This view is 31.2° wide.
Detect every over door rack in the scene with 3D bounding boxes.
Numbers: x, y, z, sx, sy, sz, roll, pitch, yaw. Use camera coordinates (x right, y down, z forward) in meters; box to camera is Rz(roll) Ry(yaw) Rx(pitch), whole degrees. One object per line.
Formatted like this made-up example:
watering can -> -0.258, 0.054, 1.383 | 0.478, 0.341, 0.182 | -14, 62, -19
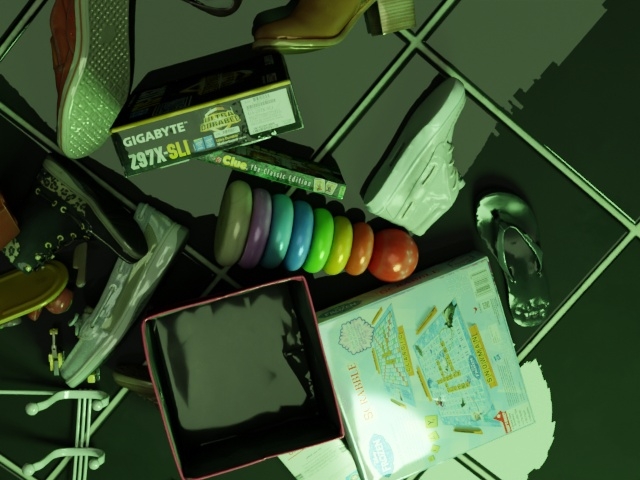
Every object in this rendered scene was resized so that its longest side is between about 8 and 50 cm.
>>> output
over door rack -> -0.529, 0.364, 1.929 | 0.324, 0.108, 0.239 | 6, 104, -5

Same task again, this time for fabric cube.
fabric cube -> -0.129, 0.203, 1.791 | 0.259, 0.258, 0.254 | -15, 91, -8

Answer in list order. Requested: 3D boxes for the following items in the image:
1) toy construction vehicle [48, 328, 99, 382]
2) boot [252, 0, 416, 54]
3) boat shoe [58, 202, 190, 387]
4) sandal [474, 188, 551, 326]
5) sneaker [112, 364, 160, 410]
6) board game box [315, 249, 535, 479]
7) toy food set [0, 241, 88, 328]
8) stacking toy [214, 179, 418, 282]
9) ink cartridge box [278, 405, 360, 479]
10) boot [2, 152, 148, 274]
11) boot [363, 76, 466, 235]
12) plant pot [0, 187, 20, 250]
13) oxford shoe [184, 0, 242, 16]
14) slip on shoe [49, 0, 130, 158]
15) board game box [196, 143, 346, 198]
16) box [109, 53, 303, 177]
toy construction vehicle -> -0.415, 0.195, 1.927 | 0.086, 0.035, 0.098 | 2, 105, -4
boot -> 0.008, -0.405, 1.733 | 0.283, 0.109, 0.220 | -16, 100, -15
boat shoe -> -0.335, 0.093, 1.867 | 0.103, 0.118, 0.320 | 34, 95, -1
sandal -> 0.334, 0.028, 1.919 | 0.097, 0.054, 0.254 | -23, 105, 3
sneaker -> -0.264, 0.264, 1.940 | 0.188, 0.066, 0.071 | 13, 105, -7
board game box -> 0.171, 0.219, 1.926 | 0.318, 0.066, 0.318 | -20, 105, -10
toy food set -> -0.464, 0.099, 1.861 | 0.218, 0.128, 0.071 | -22, 126, -2
stacking toy -> 0.000, 0.000, 1.865 | 0.330, 0.141, 0.141 | 11, 104, -14
ink cartridge box -> -0.005, 0.369, 1.987 | 0.104, 0.060, 0.180 | -35, 104, 5
boot -> -0.398, -0.003, 1.822 | 0.236, 0.085, 0.178 | 44, 103, 17
boot -> 0.187, -0.132, 1.857 | 0.123, 0.095, 0.258 | 29, 110, -17
plant pot -> -0.604, -0.062, 1.714 | 0.236, 0.267, 0.267 | -26, 82, -12
oxford shoe -> -0.238, -0.428, 1.736 | 0.271, 0.098, 0.097 | 25, 102, -10
slip on shoe -> -0.365, -0.288, 1.773 | 0.101, 0.123, 0.331 | 26, 119, 35
board game box -> -0.091, -0.125, 1.810 | 0.260, 0.136, 0.030 | 15, 101, -8
box -> -0.164, -0.194, 1.690 | 0.257, 0.322, 0.079 | -17, 107, 2
